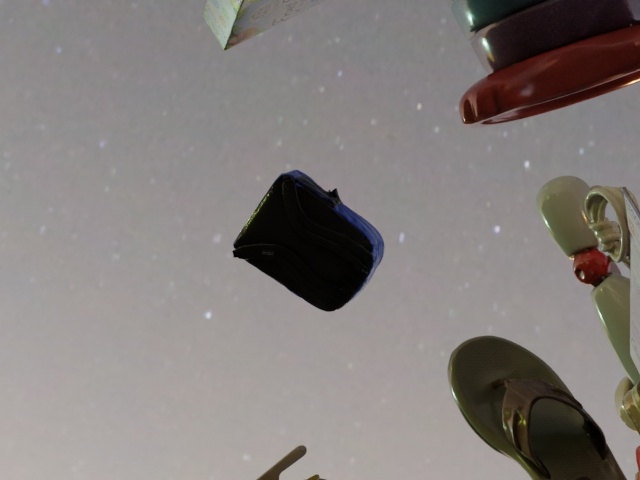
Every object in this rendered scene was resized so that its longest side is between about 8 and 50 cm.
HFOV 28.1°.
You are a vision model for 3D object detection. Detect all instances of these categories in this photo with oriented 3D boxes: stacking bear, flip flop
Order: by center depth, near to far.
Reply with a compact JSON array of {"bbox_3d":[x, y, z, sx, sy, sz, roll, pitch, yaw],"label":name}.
[{"bbox_3d":[0.158,-0.249,0.983,0.175,0.164,0.289,-17,-91,15],"label":"stacking bear"},{"bbox_3d":[0.228,0.194,1.259,0.112,0.277,0.080,-22,-36,-16],"label":"flip flop"}]

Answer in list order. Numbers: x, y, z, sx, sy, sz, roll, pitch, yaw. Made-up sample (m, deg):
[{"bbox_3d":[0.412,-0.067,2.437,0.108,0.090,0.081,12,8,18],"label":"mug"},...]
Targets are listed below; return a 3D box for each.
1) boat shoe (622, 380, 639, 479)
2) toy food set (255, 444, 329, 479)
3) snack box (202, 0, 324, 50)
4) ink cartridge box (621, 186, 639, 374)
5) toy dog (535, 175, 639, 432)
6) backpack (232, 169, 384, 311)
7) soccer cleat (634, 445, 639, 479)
[{"bbox_3d":[0.227,0.154,0.810,0.045,0.050,0.135,-33,-90,27],"label":"boat shoe"},{"bbox_3d":[-0.005,0.353,1.544,0.192,0.132,0.038,56,-30,-8],"label":"toy food set"},{"bbox_3d":[-0.010,-0.195,0.904,0.037,0.141,0.100,59,-18,7],"label":"snack box"},{"bbox_3d":[0.331,0.094,1.150,0.045,0.223,0.224,-14,-51,0],"label":"ink cartridge box"},{"bbox_3d":[0.402,0.063,1.535,0.220,0.161,0.334,-6,-77,68],"label":"toy dog"},{"bbox_3d":[0.000,0.000,1.182,0.120,0.101,0.098,36,-72,8],"label":"backpack"},{"bbox_3d":[0.372,0.300,1.198,0.095,0.248,0.083,-25,-10,15],"label":"soccer cleat"}]
